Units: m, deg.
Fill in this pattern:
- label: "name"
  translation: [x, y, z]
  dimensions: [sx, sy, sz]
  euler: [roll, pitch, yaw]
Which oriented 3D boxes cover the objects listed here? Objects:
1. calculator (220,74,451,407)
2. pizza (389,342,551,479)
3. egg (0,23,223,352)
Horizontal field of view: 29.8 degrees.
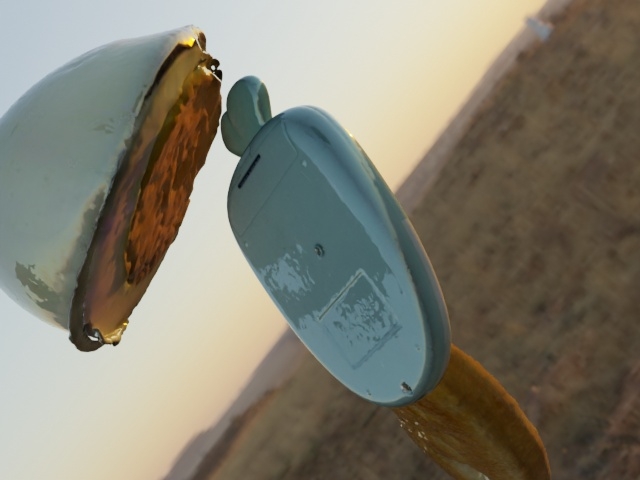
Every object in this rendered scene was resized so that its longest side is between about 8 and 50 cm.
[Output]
- label: "calculator"
  translation: [0.000, 0.000, 0.957]
  dimensions: [0.042, 0.295, 0.184]
  euler: [-23, -18, -36]
- label: "pizza"
  translation: [0.130, 0.173, 1.232]
  dimensions: [0.182, 0.365, 0.074]
  euler: [11, 60, 54]
- label: "egg"
  translation: [-0.207, -0.065, 1.037]
  dimensions: [0.264, 0.174, 0.286]
  euler: [-55, -12, -71]
